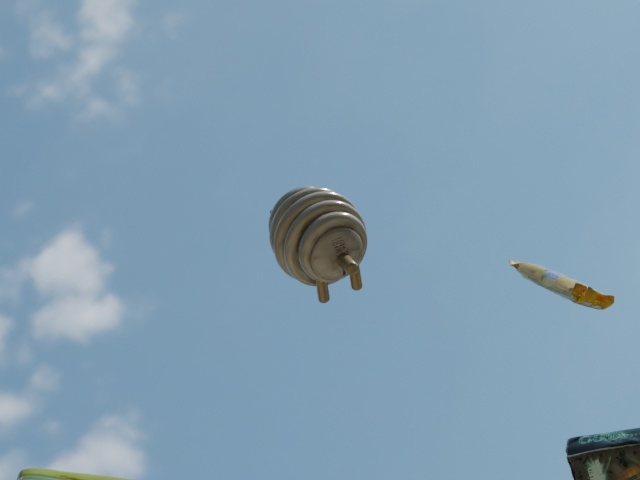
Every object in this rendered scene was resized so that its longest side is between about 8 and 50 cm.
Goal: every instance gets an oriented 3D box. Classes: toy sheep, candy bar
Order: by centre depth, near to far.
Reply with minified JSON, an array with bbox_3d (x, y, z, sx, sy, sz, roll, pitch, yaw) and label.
[{"bbox_3d":[0.203,0.036,1.521,0.040,0.161,0.018,17,-87,-15],"label":"candy bar"},{"bbox_3d":[0.000,0.000,1.528,0.091,0.132,0.091,-14,-61,-27],"label":"toy sheep"}]

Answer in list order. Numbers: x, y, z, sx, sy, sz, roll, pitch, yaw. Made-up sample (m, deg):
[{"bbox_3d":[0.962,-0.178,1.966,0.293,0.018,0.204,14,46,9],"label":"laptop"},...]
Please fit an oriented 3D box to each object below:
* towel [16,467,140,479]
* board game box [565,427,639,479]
[{"bbox_3d":[-0.173,0.234,1.253,0.102,0.237,0.021,7,-65,-6],"label":"towel"},{"bbox_3d":[0.267,0.218,1.343,0.126,0.026,0.186,-10,-63,18],"label":"board game box"}]
